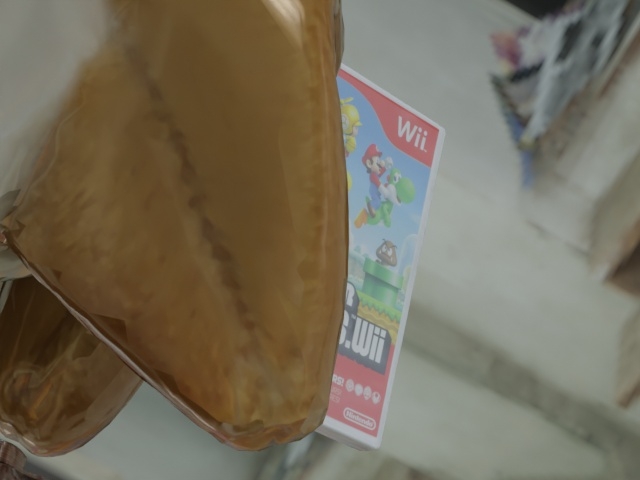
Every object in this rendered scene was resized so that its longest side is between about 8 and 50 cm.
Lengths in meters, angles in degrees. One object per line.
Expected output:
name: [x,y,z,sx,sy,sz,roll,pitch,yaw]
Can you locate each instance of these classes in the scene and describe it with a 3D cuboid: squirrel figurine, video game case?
squirrel figurine: [-0.119,-0.115,0.717,0.370,0.281,0.397,64,-150,-86]
video game case: [0.000,0.000,1.423,0.025,0.204,0.285,-9,61,46]

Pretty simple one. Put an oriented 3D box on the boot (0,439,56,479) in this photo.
boot: [-0.183,0.181,1.013,0.106,0.037,0.114,55,-137,-54]
